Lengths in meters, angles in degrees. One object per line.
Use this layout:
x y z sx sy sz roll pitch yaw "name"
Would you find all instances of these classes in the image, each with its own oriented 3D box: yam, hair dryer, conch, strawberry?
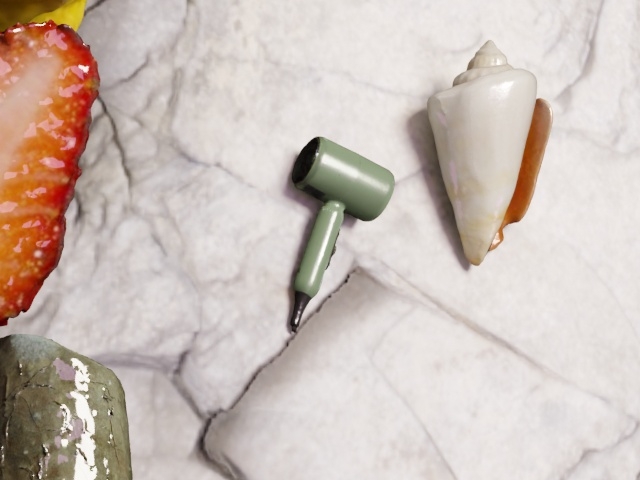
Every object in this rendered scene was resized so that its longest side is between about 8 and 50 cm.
-0.172 0.155 0.917 0.107 0.107 0.183 7 72 -29 "yam"
0.000 0.000 1.100 0.071 0.047 0.150 25 76 -21 "hair dryer"
0.144 -0.073 1.169 0.104 0.094 0.176 -6 82 -72 "conch"
-0.241 -0.030 0.910 0.236 0.106 0.175 -29 112 -18 "strawberry"

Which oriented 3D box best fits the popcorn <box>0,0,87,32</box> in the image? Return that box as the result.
-0.233 -0.232 0.889 0.316 0.281 0.297 -39 137 -14 "popcorn"
